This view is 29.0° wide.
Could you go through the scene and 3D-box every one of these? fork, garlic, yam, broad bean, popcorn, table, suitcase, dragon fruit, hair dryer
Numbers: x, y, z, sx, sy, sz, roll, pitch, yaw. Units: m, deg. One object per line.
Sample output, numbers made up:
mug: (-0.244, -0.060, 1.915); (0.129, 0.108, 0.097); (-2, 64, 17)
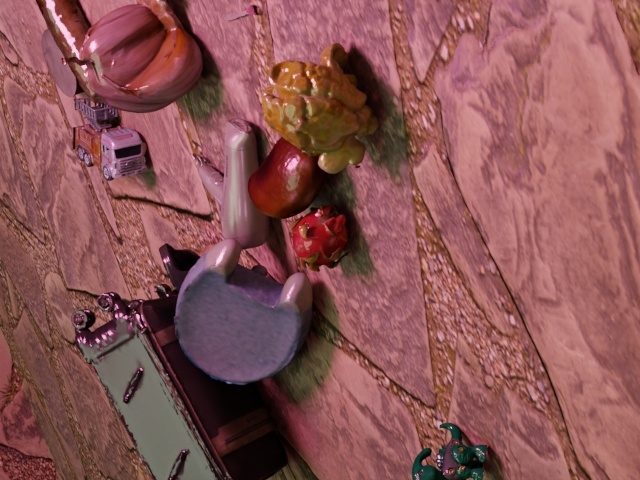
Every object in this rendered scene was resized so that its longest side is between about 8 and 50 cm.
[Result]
fork: (-0.111, -0.320, 1.746); (0.115, 0.012, 0.016); (5, 113, 64)
garlic: (-0.296, -0.307, 1.885); (0.207, 0.257, 0.207); (-6, 78, 29)
yam: (-0.457, -0.394, 2.226); (0.317, 0.071, 0.067); (61, -171, 5)
broad bean: (-0.042, -0.090, 1.738); (0.165, 0.085, 0.114); (-51, 55, 56)
popcorn: (-0.008, -0.166, 1.559); (0.142, 0.135, 0.162); (14, 114, 30)
table: (-0.474, -0.339, 2.325); (0.133, 0.043, 0.133); (40, 144, 38)
suitcase: (-0.235, 0.277, 2.186); (0.194, 0.283, 0.433); (-31, 82, 18)
dragon fruit: (-0.002, -0.001, 1.747); (0.086, 0.081, 0.116); (49, 150, 7)
hair dryer: (-0.157, -0.115, 1.961); (0.237, 0.075, 0.206); (38, 136, 54)

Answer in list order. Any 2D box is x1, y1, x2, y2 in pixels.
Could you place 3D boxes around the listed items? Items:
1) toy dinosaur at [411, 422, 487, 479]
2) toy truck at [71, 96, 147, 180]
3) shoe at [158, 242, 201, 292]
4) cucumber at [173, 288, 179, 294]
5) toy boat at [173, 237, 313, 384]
toy dinosaur: (0.173, 0.299, 1.670); (0.096, 0.132, 0.059); (9, 133, 3)
toy truck: (-0.388, -0.187, 2.269); (0.178, 0.080, 0.115); (33, 130, 48)
shoe: (-0.185, 0.081, 2.141); (0.241, 0.093, 0.108); (55, -177, -29)
cucumber: (-0.237, 0.146, 2.329); (0.034, 0.033, 0.134); (-25, 92, 33)
toy boat: (-0.119, 0.106, 1.988); (0.215, 0.123, 0.330); (24, 142, 1)
